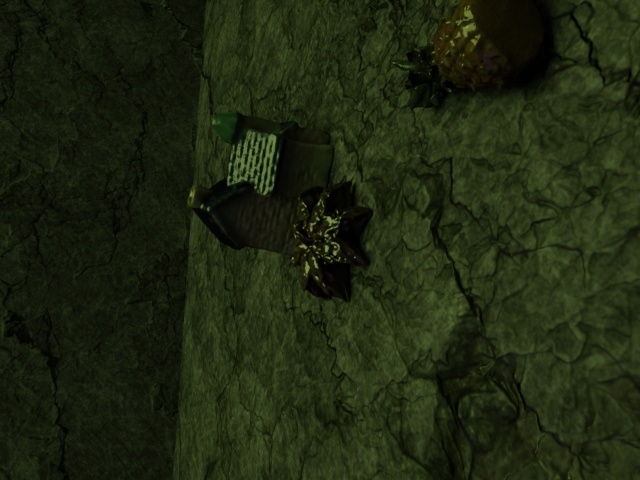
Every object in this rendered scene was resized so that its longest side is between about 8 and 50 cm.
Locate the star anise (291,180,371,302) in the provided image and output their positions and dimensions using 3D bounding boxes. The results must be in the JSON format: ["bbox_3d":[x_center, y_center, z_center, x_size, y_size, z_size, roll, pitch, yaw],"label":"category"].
[{"bbox_3d":[0.000,-0.001,1.081,0.236,0.108,0.223,-116,37,-47],"label":"star anise"}]

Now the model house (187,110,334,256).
[{"bbox_3d":[-0.151,-0.128,1.239,0.243,0.284,0.299,19,100,59],"label":"model house"}]

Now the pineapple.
[{"bbox_3d":[0.185,-0.248,0.753,0.248,0.128,0.128,176,101,-72],"label":"pineapple"}]
